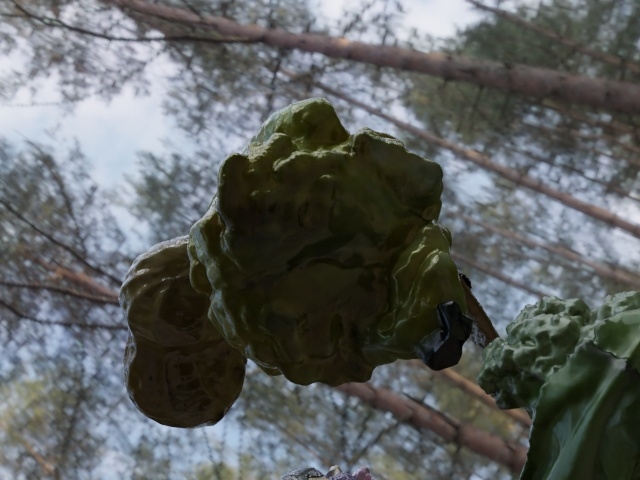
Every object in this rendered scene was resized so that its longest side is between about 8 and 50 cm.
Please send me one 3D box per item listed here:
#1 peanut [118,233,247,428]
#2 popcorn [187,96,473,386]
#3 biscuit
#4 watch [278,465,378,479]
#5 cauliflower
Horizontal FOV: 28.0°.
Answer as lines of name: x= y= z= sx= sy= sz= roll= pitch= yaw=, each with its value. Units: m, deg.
peanut: x=-0.151 y=0.108 z=1.496 sx=0.196 sy=0.110 sz=0.233 roll=-17 pitch=-63 yaw=-51
popcorn: x=0.001 y=-0.002 z=1.250 sx=0.237 sy=0.293 sz=0.293 roll=-48 pitch=-34 yaw=-68
biscuit: x=0.140 y=0.047 z=1.470 sx=0.033 sy=0.220 sz=0.220 roll=-37 pitch=-54 yaw=-3
watch: x=0.022 y=0.464 z=1.888 sx=0.244 sy=0.196 sz=0.231 roll=10 pitch=-61 yaw=-28
cauliflower: x=0.234 y=0.171 z=1.021 sx=0.256 sy=0.239 sz=0.315 roll=25 pitch=-62 yaw=-4
